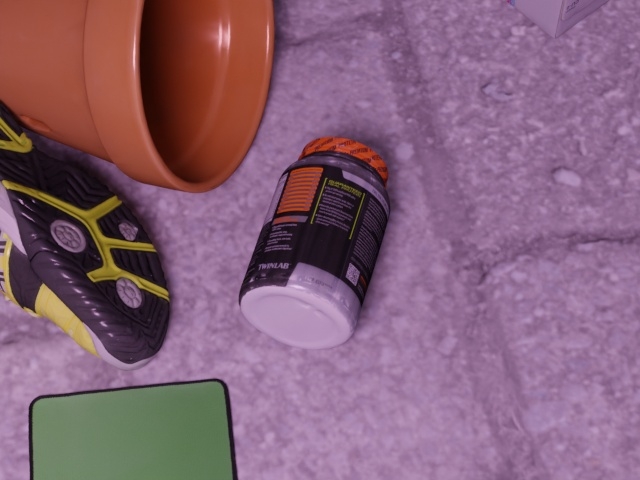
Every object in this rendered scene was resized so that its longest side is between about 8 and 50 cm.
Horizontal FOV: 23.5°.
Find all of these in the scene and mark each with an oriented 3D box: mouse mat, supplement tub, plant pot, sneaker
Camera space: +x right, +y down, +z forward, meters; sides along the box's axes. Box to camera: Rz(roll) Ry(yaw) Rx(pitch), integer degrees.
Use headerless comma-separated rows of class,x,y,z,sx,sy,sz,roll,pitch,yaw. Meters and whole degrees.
mouse mat,-0.174,0.202,1.421,0.190,0.007,0.152,-6,57,-3
supplement tub,0.000,0.000,1.492,0.117,0.117,0.190,14,57,8
plant pot,-0.197,-0.202,1.545,0.204,0.291,0.290,8,55,23
sneaker,-0.303,-0.011,1.498,0.385,0.147,0.145,45,30,8

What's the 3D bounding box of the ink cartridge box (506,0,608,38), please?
ink cartridge box,0.251,-0.342,1.717,0.128,0.127,0.176,-37,65,-23
